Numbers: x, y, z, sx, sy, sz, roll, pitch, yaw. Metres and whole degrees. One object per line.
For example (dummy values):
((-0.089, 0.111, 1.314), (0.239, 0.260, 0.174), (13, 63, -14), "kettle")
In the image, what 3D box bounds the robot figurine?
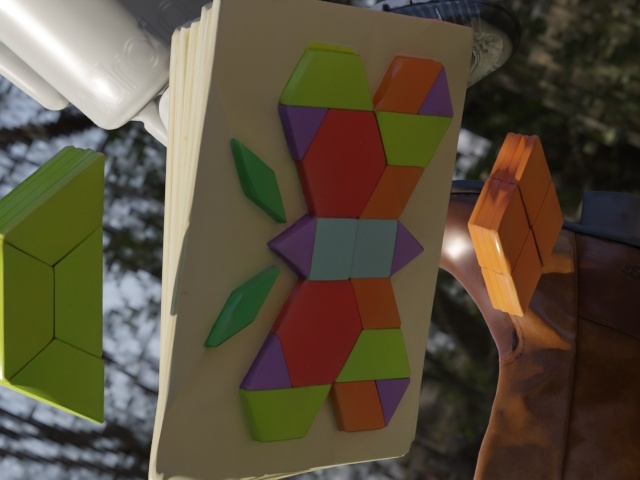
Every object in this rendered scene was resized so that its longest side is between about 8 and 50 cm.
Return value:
((-0.216, -0.247, 1.562), (0.300, 0.353, 0.200), (-42, 13, 30), "robot figurine")

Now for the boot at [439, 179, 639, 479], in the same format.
((0.144, 0.100, 1.329), (0.096, 0.264, 0.280), (70, -153, -70), "boot")

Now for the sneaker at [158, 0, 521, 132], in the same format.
((0.012, -0.075, 0.994), (0.106, 0.234, 0.078), (-93, -20, -45), "sneaker")

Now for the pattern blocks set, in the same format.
((0.000, 0.000, 0.591), (0.285, 0.026, 0.324), (-20, -65, -43), "pattern blocks set")
